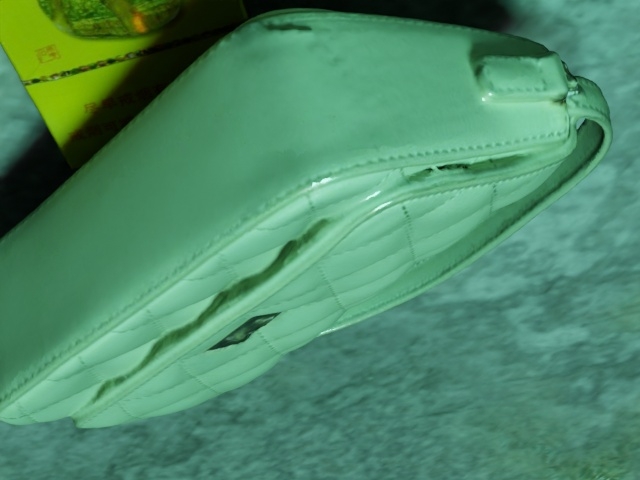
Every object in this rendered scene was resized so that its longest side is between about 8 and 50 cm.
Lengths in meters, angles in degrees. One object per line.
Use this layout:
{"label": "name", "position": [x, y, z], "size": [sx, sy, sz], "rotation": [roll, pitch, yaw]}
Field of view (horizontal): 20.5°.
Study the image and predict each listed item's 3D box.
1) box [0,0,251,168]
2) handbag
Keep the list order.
{"label": "box", "position": [-0.072, -0.084, 0.616], "size": [0.087, 0.023, 0.155], "rotation": [-12, 147, 5]}
{"label": "handbag", "position": [0.000, 0.000, 0.702], "size": [0.219, 0.079, 0.256], "rotation": [-2, 156, -40]}
